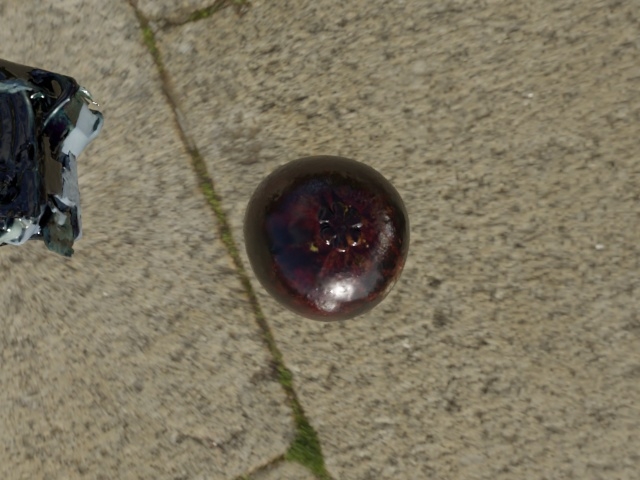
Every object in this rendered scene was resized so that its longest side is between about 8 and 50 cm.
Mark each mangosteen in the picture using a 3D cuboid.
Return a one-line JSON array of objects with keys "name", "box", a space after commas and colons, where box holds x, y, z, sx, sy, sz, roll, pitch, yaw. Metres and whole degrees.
[{"name": "mangosteen", "box": [0.000, 0.000, 1.398, 0.236, 0.261, 0.235, 2, 83, -12]}]

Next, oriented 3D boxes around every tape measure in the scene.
[{"name": "tape measure", "box": [-0.146, -0.039, 0.426, 0.094, 0.054, 0.091, 5, 76, 13]}]
